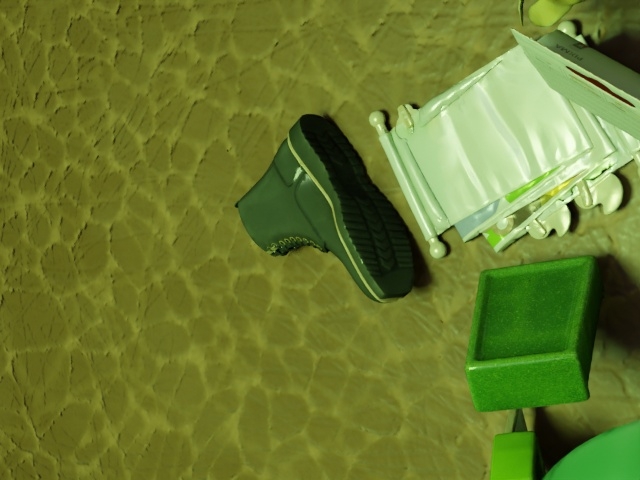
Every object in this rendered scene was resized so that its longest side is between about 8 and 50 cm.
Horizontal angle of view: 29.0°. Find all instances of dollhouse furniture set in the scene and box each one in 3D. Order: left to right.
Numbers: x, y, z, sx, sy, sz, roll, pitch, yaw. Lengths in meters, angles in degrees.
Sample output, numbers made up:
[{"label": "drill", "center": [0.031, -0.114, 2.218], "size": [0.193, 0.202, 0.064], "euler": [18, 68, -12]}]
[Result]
[{"label": "dollhouse furniture set", "center": [0.282, 0.122, 0.955], "size": [0.302, 0.151, 0.197], "euler": [-9, 114, 19]}]

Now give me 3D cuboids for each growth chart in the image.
[{"label": "growth chart", "center": [0.158, -0.076, 1.055], "size": [0.237, 0.021, 0.172], "euler": [-25, 81, 36]}]

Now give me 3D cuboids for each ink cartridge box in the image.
[{"label": "ink cartridge box", "center": [0.220, -0.112, 0.895], "size": [0.145, 0.179, 0.045], "euler": [34, 93, 19]}]

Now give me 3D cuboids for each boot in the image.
[{"label": "boot", "center": [0.000, 0.000, 1.158], "size": [0.137, 0.077, 0.198], "euler": [-46, 55, 36]}]

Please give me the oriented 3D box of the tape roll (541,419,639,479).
[{"label": "tape roll", "center": [0.292, 0.270, 0.877], "size": [0.321, 0.077, 0.321], "euler": [10, 123, 16]}]

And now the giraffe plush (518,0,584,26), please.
[{"label": "giraffe plush", "center": [0.240, -0.245, 0.897], "size": [0.170, 0.181, 0.210], "euler": [4, 75, 13]}]
